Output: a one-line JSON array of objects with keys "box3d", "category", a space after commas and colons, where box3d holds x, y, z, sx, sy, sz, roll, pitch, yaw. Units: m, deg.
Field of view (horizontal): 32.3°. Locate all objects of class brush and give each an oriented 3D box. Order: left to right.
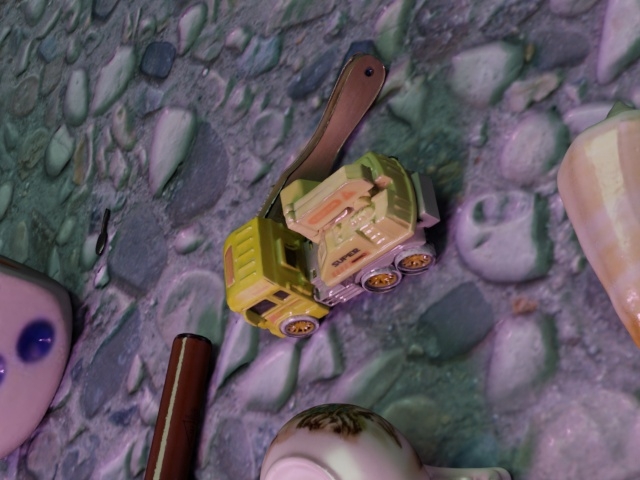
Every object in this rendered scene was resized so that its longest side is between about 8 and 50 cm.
[{"box3d": [-0.351, -0.015, 1.781, 0.024, 0.008, 0.083, -20, 55, 42], "category": "brush"}, {"box3d": [-0.018, -0.095, 1.420, 0.327, 0.070, 0.065, -61, 29, 1], "category": "brush"}]

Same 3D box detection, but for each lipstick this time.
[{"box3d": [-0.194, 0.293, 1.401, 0.057, 0.057, 0.356, -11, 61, 44], "category": "lipstick"}]

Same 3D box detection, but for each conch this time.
[{"box3d": [0.302, -0.006, 0.994, 0.158, 0.127, 0.255, -8, 84, 13], "category": "conch"}]

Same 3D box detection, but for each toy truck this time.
[{"box3d": [0.000, 0.000, 1.268, 0.272, 0.157, 0.124, -32, 49, 32], "category": "toy truck"}]

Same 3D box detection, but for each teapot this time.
[{"box3d": [0.041, 0.262, 1.101, 0.298, 0.139, 0.204, -5, 93, 44], "category": "teapot"}]

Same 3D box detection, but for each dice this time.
[{"box3d": [-0.579, 0.162, 1.733, 0.304, 0.277, 0.304, 19, 86, 48], "category": "dice"}]
